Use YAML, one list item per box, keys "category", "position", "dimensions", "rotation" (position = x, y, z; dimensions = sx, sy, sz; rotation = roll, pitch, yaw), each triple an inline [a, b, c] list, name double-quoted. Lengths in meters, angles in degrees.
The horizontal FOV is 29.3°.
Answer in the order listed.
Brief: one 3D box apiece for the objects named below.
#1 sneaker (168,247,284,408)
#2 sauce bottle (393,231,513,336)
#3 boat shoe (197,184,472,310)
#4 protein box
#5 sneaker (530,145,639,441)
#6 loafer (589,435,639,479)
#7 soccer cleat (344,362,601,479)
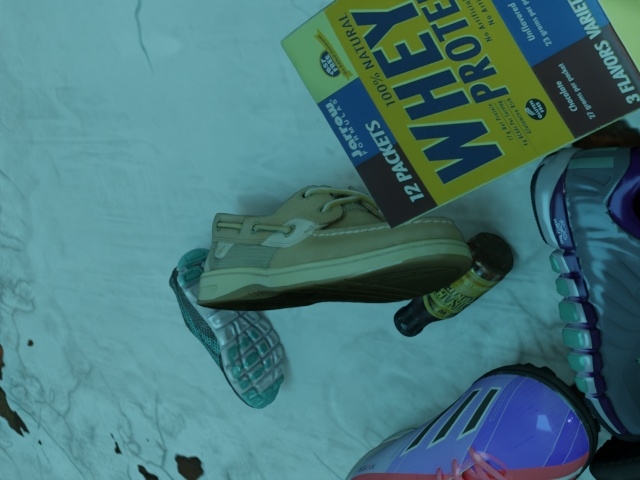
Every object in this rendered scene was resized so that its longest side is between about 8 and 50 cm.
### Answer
- category: "sneaker"
  position: [-0.093, 0.085, 1.181]
  dimensions: [0.166, 0.065, 0.076]
  rotation: [64, 153, -5]
- category: "sauce bottle"
  position: [0.103, 0.040, 0.978]
  dimensions: [0.042, 0.042, 0.128]
  rotation: [49, 138, 7]
- category: "boat shoe"
  position: [0.000, 0.000, 0.995]
  dimensions: [0.302, 0.109, 0.098]
  rotation: [-11, 74, 53]
- category: "protein box"
  position: [0.128, -0.134, 0.729]
  dimensions: [0.201, 0.200, 0.136]
  rotation: [-27, 95, 48]
- category: "sneaker"
  position: [0.220, 0.040, 0.845]
  dimensions: [0.098, 0.083, 0.224]
  rotation: [-8, 109, 39]
- category: "loafer"
  position: [0.293, 0.164, 0.865]
  dimensions: [0.078, 0.080, 0.220]
  rotation: [57, 147, -8]
- category: "soccer cleat"
  position: [0.103, 0.191, 0.984]
  dimensions: [0.109, 0.116, 0.318]
  rotation: [53, 147, 3]
